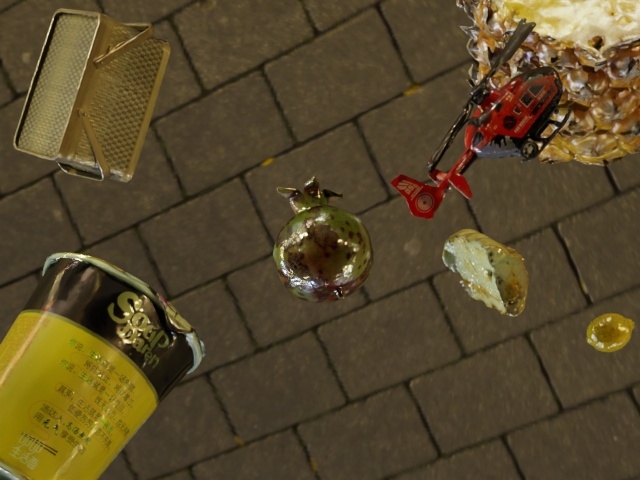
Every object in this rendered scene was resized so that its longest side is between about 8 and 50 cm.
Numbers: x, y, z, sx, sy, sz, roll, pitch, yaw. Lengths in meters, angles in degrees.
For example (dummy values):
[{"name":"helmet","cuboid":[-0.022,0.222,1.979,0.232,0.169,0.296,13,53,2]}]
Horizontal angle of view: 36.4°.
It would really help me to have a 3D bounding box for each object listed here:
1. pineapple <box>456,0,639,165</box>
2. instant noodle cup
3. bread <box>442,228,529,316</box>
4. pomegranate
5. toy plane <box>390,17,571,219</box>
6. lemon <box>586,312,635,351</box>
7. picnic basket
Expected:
[{"name":"pineapple","cuboid":[0.355,-0.276,1.324,0.352,0.300,0.352,-3,57,4]},{"name":"instant noodle cup","cuboid":[-0.270,0.163,1.044,0.215,0.236,0.215,21,148,15]},{"name":"bread","cuboid":[0.271,0.042,1.556,0.088,0.232,0.128,-27,99,-6]},{"name":"pomegranate","cuboid":[0.006,0.000,1.327,0.148,0.148,0.169,-3,76,12]},{"name":"toy plane","cuboid":[0.107,-0.069,0.620,0.060,0.037,0.145,42,86,-18]},{"name":"lemon","cuboid":[0.471,0.149,1.580,0.083,0.062,0.062,-24,93,5]},{"name":"picnic basket","cuboid":[-0.363,-0.232,1.554,0.165,0.139,0.266,18,90,46]}]
